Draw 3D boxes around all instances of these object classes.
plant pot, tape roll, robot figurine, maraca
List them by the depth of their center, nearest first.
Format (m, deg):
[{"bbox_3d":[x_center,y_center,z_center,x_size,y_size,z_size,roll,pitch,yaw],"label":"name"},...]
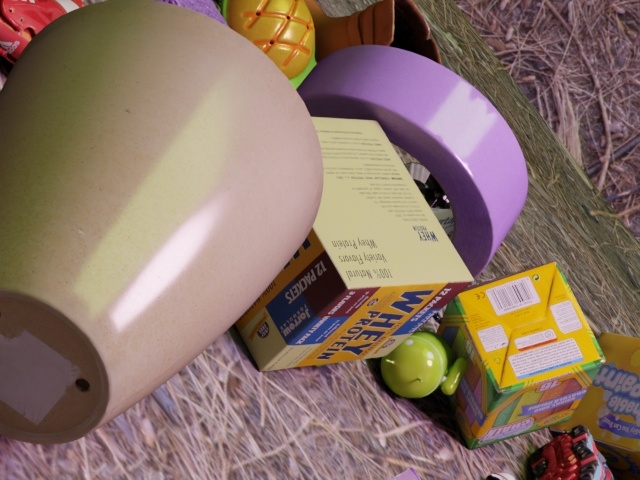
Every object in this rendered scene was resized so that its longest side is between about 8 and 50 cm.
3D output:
[{"bbox_3d":[-0.155,0.008,1.207,0.256,0.256,0.274,48,34,-17],"label":"plant pot"},{"bbox_3d":[0.079,-0.074,1.855,0.275,0.275,0.090,48,54,-17],"label":"tape roll"},{"bbox_3d":[0.104,0.133,1.860,0.101,0.067,0.115,27,11,14],"label":"robot figurine"},{"bbox_3d":[-0.055,-0.242,2.127,0.127,0.099,0.185,-29,96,-32],"label":"maraca"}]

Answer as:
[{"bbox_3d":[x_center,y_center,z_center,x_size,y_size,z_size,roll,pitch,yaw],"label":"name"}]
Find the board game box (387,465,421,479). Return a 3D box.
[{"bbox_3d":[0.081,0.354,1.248,0.208,0.056,0.346,-22,74,-44],"label":"board game box"}]

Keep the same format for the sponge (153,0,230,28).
[{"bbox_3d":[-0.120,-0.214,2.021,0.210,0.031,0.117,58,19,16],"label":"sponge"}]

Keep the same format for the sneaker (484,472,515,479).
[{"bbox_3d":[0.204,0.289,1.889,0.037,0.032,0.083,17,33,-41],"label":"sneaker"}]

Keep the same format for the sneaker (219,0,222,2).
[{"bbox_3d":[-0.135,-0.360,2.247,0.067,0.042,0.118,49,20,-24],"label":"sneaker"}]

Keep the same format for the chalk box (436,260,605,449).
[{"bbox_3d":[0.209,0.142,1.933,0.213,0.132,0.132,101,-30,-60],"label":"chalk box"}]

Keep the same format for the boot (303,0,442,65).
[{"bbox_3d":[0.034,-0.255,2.180,0.109,0.220,0.283,-18,77,-32],"label":"boot"}]

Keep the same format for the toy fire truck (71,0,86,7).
[{"bbox_3d":[-0.271,-0.274,1.723,0.135,0.047,0.192,52,16,-6],"label":"toy fire truck"}]

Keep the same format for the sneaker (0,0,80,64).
[{"bbox_3d":[-0.238,-0.142,1.531,0.128,0.087,0.221,11,32,-53],"label":"sneaker"}]

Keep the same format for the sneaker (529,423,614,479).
[{"bbox_3d":[0.309,0.303,2.000,0.125,0.104,0.262,54,17,-4],"label":"sneaker"}]

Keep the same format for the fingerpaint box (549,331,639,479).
[{"bbox_3d":[0.568,0.292,2.151,0.371,0.163,0.445,36,-13,-25],"label":"fingerpaint box"}]

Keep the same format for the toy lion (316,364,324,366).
[{"bbox_3d":[-0.005,0.086,1.742,0.100,0.034,0.096,32,34,-49],"label":"toy lion"}]

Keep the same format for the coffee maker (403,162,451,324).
[{"bbox_3d":[0.125,0.005,2.125,0.178,0.120,0.171,-64,139,-69],"label":"coffee maker"}]

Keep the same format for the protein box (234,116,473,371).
[{"bbox_3d":[0.000,0.000,1.665,0.200,0.136,0.201,-2,55,-50],"label":"protein box"}]
